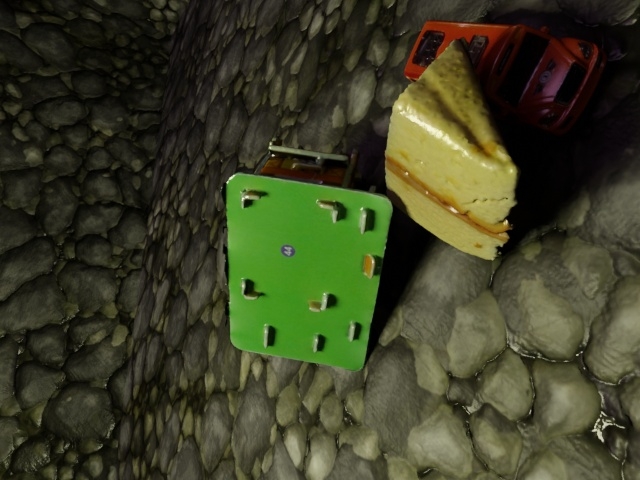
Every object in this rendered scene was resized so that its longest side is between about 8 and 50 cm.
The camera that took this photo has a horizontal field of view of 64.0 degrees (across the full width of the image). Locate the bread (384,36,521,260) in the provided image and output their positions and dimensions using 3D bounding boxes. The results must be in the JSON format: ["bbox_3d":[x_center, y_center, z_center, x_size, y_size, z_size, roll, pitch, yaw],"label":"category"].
[{"bbox_3d":[0.182,-0.090,0.614,0.178,0.240,0.135,40,78,20],"label":"bread"}]

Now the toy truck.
[{"bbox_3d":[0.222,-0.219,0.659,0.107,0.114,0.253,-66,31,13],"label":"toy truck"}]

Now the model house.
[{"bbox_3d":[0.000,0.000,0.885,0.312,0.243,0.357,-66,-18,-57],"label":"model house"}]
